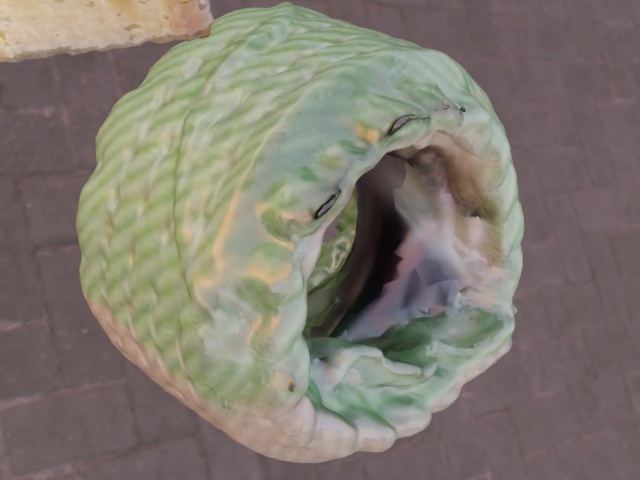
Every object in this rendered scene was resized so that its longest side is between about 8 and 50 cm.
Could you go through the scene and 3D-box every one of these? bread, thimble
[{"bbox_3d":[-0.086,-0.115,0.363,0.084,0.080,0.109,-15,122,-17],"label":"bread"},{"bbox_3d":[0.000,0.000,0.582,0.219,0.150,0.219,-25,128,-37],"label":"thimble"}]
